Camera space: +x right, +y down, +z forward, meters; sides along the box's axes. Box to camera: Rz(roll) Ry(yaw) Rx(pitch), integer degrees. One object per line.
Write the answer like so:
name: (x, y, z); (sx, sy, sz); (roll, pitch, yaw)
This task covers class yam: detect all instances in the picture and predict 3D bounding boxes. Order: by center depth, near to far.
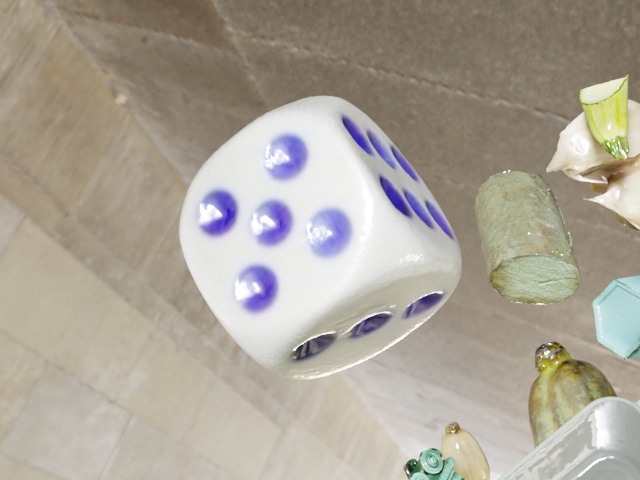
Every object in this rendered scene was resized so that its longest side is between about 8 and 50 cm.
yam: (0.387, 0.001, 1.850); (0.168, 0.304, 0.168); (1, 124, 1)

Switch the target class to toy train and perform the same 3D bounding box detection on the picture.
toy train: (0.166, 0.404, 1.504); (0.111, 0.170, 0.071); (39, 139, -6)

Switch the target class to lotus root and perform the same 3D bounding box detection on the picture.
lotus root: (0.256, 0.392, 1.711); (0.062, 0.073, 0.150); (31, -145, -87)
lotus root: (0.454, 0.322, 1.730); (0.173, 0.309, 0.173); (-3, 145, -2)

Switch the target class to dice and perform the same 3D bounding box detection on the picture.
dice: (0.000, 0.000, 1.418); (0.277, 0.304, 0.304); (20, -143, -56)

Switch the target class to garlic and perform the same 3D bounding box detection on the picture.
garlic: (0.596, -0.131, 1.912); (0.249, 0.286, 0.313); (-7, 166, 24)

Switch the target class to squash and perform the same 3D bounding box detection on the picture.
squash: (0.502, -0.219, 1.700); (0.090, 0.200, 0.075); (-6, 137, 12)

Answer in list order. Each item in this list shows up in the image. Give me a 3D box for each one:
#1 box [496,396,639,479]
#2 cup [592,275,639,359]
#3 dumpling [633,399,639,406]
box: (0.343, 0.432, 1.186); (0.367, 0.373, 0.090); (50, -178, 17)
cup: (0.509, 0.109, 1.392); (0.235, 0.148, 0.134); (-5, 141, -30)
dumpling: (0.523, 0.340, 1.402); (0.166, 0.126, 0.216); (24, -171, -26)
